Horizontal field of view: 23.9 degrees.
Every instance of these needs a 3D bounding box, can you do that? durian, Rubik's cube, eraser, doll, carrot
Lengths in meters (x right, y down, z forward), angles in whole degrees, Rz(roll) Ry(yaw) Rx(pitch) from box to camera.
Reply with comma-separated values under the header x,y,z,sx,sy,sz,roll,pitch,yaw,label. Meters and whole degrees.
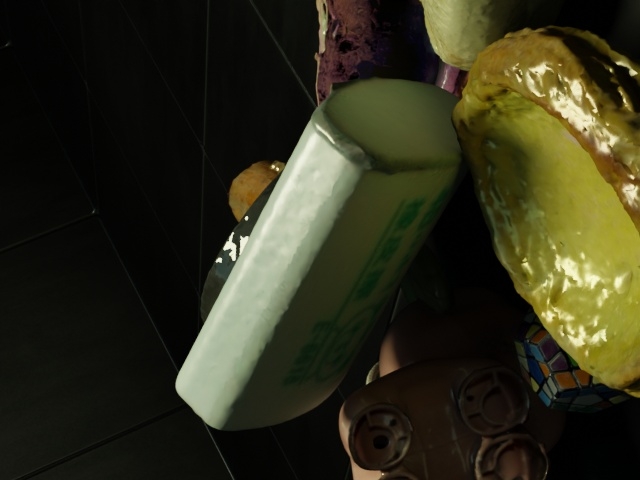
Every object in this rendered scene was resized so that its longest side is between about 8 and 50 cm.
x,y,z,sx,sy,sz,roll,pitch,yaw,label
0.044,-0.214,1.268,0.186,0.153,0.260,-119,24,-44,durian
0.213,0.087,1.232,0.093,0.111,0.111,12,127,39,Rubik's cube
0.008,0.011,1.225,0.104,0.189,0.290,40,123,18,eraser
0.109,0.139,1.410,0.268,0.216,0.284,-127,22,-73,doll
-0.014,-0.007,1.810,0.263,0.102,0.102,41,149,50,carrot

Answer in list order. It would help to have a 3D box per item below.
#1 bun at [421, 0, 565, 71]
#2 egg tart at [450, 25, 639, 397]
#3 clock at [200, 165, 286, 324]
x,y,z,sx,sy,sz,roll,pitch,yaw,label
0.123,-0.210,1.113,0.164,0.111,0.188,-107,3,-48,bun
0.208,-0.030,1.050,0.294,0.123,0.294,57,164,27,egg tart
0.000,0.000,1.417,0.055,0.280,0.280,41,155,18,clock
